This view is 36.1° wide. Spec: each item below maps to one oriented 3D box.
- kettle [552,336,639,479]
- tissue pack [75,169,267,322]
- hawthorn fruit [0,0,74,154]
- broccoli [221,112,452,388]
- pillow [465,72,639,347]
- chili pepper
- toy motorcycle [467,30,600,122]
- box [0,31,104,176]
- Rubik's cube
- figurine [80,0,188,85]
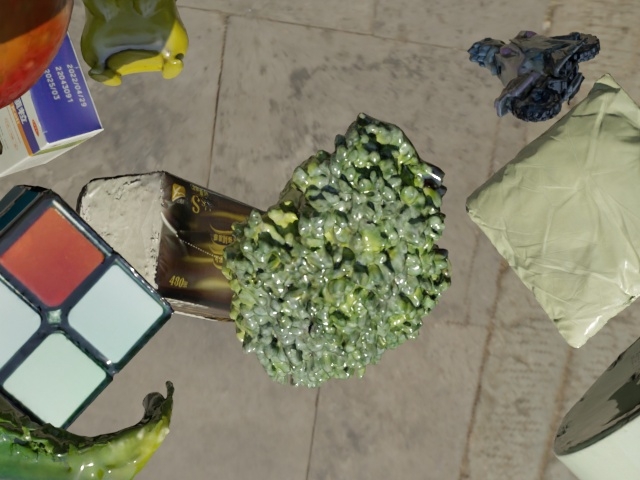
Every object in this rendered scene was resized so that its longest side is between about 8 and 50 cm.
[{"bbox_3d":[0.336,0.185,0.625,0.205,0.265,0.318,-40,84,-10],"label":"kettle"},{"bbox_3d":[-0.230,0.026,1.681,0.198,0.370,0.210,-7,76,29],"label":"tissue pack"},{"bbox_3d":[-0.331,-0.208,0.770,0.284,0.285,0.369,-16,136,0],"label":"hawthorn fruit"},{"bbox_3d":[0.000,0.000,1.000,0.247,0.245,0.288,31,105,-37],"label":"broccoli"},{"bbox_3d":[0.366,-0.044,1.334,0.280,0.076,0.274,-43,62,18],"label":"pillow"},{"bbox_3d":[-0.238,0.028,0.481,0.359,0.085,0.076,30,126,8],"label":"chili pepper"},{"bbox_3d":[0.318,-0.271,1.573,0.204,0.239,0.108,15,121,29],"label":"toy motorcycle"},{"bbox_3d":[-0.494,-0.235,1.650,0.106,0.299,0.200,-22,95,-33],"label":"box"},{"bbox_3d":[-0.285,0.064,0.987,0.180,0.167,0.183,-46,114,-14],"label":"Rubik's cube"},{"bbox_3d":[-0.279,-0.403,1.482,0.218,0.169,0.327,-6,100,-5],"label":"figurine"}]
